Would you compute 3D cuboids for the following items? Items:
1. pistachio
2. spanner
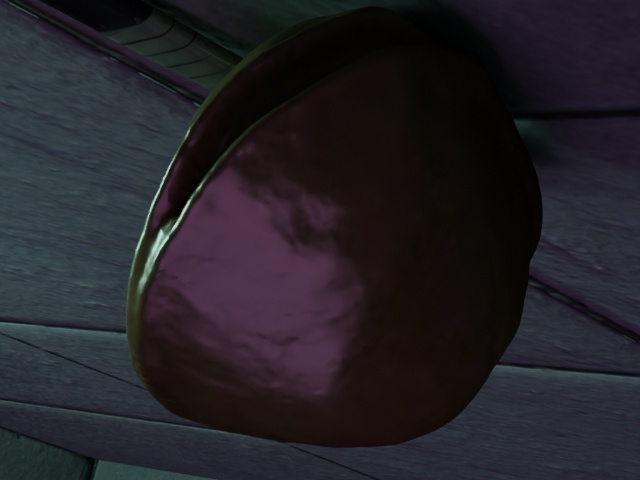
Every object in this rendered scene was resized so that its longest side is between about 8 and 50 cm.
[{"bbox_3d":[0.000,0.000,0.834,0.163,0.213,0.260,46,172,34],"label":"pistachio"},{"bbox_3d":[-0.040,-0.083,0.882,0.316,0.024,0.087,27,161,-36],"label":"spanner"}]
